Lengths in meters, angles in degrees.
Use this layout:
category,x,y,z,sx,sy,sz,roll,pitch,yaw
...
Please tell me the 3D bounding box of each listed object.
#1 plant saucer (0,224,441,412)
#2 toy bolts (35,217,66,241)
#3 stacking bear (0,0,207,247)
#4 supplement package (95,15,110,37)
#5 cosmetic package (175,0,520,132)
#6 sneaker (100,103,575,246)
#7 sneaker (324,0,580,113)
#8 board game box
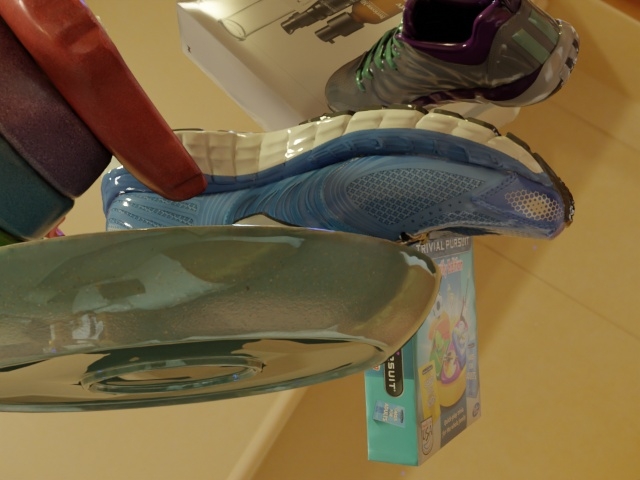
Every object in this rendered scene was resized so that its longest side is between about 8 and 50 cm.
category,x,y,z,sx,sy,sz,roll,pitch,yaw
plant saucer,-0.085,0.062,0.438,0.317,0.318,0.043,102,161,-73
toy bolts,-0.714,-0.041,1.743,0.158,0.228,0.218,-36,-25,-35
stacking bear,-0.240,-0.029,0.417,0.289,0.164,0.175,-37,-36,-7
supplement package,-0.507,-0.358,1.524,0.179,0.105,0.105,-23,-25,-18
cosmetic package,0.036,-0.235,0.991,0.284,0.377,0.097,-35,-26,-22
sneaker,0.000,0.000,0.514,0.130,0.330,0.147,24,-115,-66
sneaker,0.068,-0.142,0.549,0.224,0.098,0.083,-1,65,47
board game box,0.149,0.117,1.083,0.254,0.079,0.335,-7,-85,-60
